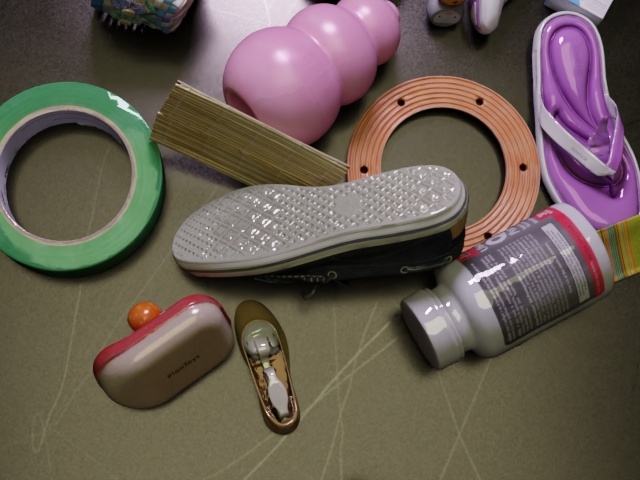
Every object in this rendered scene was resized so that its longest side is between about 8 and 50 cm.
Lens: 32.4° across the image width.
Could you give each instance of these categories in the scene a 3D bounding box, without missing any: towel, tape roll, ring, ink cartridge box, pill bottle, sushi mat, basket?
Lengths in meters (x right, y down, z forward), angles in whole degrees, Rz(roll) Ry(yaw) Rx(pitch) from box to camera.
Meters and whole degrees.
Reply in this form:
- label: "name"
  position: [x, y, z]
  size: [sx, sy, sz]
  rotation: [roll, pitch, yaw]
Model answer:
- label: "towel"
  position: [0.560, 0.000, 1.878]
  size: [0.237, 0.021, 0.102]
  rotation: [-21, 110, -7]
- label: "tape roll"
  position: [-0.422, -0.101, 1.840]
  size: [0.321, 0.077, 0.321]
  rotation: [1, 78, -3]
- label: "ring"
  position: [0.211, -0.122, 1.902]
  size: [0.336, 0.032, 0.337]
  rotation: [1, 79, -3]
- label: "ink cartridge box"
  position: [0.492, -0.483, 1.973]
  size: [0.104, 0.061, 0.181]
  rotation: [29, 78, 3]
- label: "pill bottle"
  position: [0.299, 0.082, 1.790]
  size: [0.318, 0.176, 0.176]
  rotation: [-27, 81, -8]
- label: "sushi mat"
  position: [-0.118, -0.146, 1.797]
  size: [0.316, 0.151, 0.019]
  rotation: [25, 53, -13]
- label: "basket"
  position: [-0.333, -0.484, 1.833]
  size: [0.289, 0.255, 0.201]
  rotation: [34, 81, -8]

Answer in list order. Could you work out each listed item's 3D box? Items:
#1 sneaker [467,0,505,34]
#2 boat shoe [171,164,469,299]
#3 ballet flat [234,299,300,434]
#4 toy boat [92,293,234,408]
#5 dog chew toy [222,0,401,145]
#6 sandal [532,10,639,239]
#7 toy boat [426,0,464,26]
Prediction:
- label: "sneaker"
  position: [0.349, -0.502, 1.942]
  size: [0.152, 0.114, 0.305]
  rotation: [16, 78, 1]
- label: "boat shoe"
  position: [0.000, 0.000, 1.782]
  size: [0.499, 0.156, 0.187]
  rotation: [-9, 46, 14]
- label: "ballet flat"
  position: [-0.082, 0.202, 1.798]
  size: [0.080, 0.073, 0.232]
  rotation: [-19, 80, -7]
- label: "toy boat"
  position: [-0.265, 0.160, 1.780]
  size: [0.231, 0.151, 0.151]
  rotation: [-34, 52, -10]
- label: "dog chew toy"
  position: [0.000, -0.300, 1.847]
  size: [0.331, 0.206, 0.207]
  rotation: [-37, 83, -17]
- label: "sandal"
  position: [0.450, -0.201, 1.892]
  size: [0.169, 0.102, 0.417]
  rotation: [-14, 81, -4]
- label: "toy boat"
  position: [0.124, -0.500, 1.924]
  size: [0.318, 0.148, 0.267]
  rotation: [37, 67, 10]
